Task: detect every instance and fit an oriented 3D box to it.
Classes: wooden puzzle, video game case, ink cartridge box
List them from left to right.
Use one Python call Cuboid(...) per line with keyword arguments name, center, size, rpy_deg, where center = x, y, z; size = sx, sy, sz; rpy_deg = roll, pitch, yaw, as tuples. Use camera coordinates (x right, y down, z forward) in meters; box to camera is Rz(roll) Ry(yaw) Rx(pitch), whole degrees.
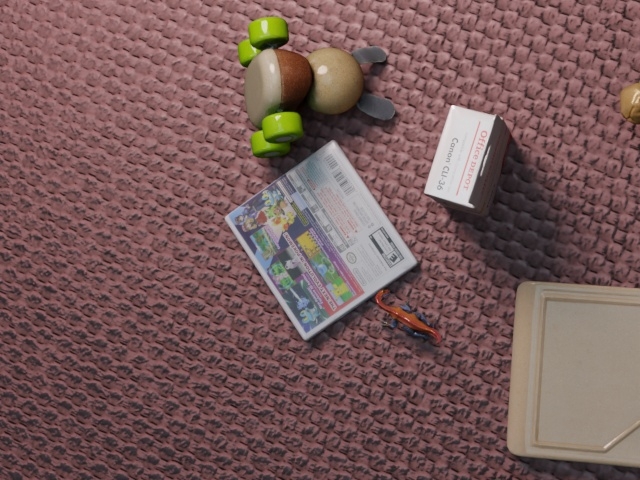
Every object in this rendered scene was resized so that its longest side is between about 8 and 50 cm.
Cuboid(name="video game case", center=(0.000, 0.000, 1.694), size=(0.183, 0.023, 0.201), rpy_deg=(-35, 81, 8))
Cuboid(name="ink cartridge box", center=(0.181, -0.097, 1.569), size=(0.067, 0.198, 0.115), rpy_deg=(17, 90, 13))
Cuboid(name="wooden puzzle", center=(0.357, 0.168, 1.596), size=(0.239, 0.044, 0.221), rpy_deg=(3, 88, 17))

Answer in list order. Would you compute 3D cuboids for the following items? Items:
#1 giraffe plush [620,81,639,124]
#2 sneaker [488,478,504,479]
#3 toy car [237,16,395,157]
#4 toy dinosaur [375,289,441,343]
Cuboid(name="giraffe plush", center=(0.488, -0.134, 1.541), size=(0.210, 0.181, 0.170), rpy_deg=(-19, 93, -23))
Cuboid(name="sneaker", center=(0.191, 0.411, 1.589), size=(0.098, 0.135, 0.276), rpy_deg=(18, 114, 1))
Cuboid(name="toy car", center=(0.000, -0.202, 1.673), size=(0.188, 0.149, 0.155), rpy_deg=(-6, 81, -15))
Cuboid(name="toy dinosaur", center=(0.110, 0.093, 1.643), size=(0.082, 0.090, 0.047), rpy_deg=(33, 77, -18))
